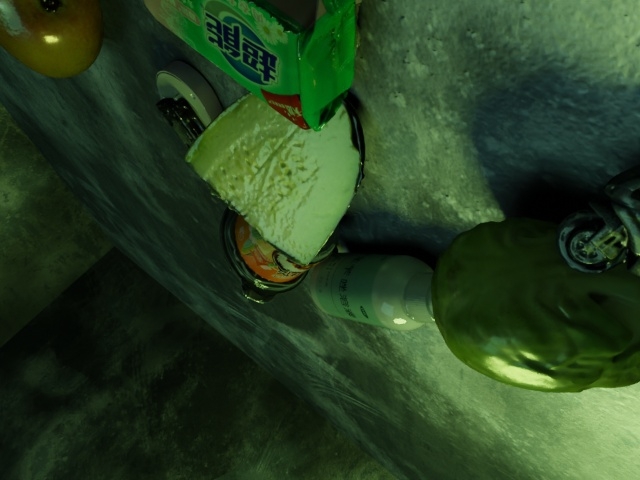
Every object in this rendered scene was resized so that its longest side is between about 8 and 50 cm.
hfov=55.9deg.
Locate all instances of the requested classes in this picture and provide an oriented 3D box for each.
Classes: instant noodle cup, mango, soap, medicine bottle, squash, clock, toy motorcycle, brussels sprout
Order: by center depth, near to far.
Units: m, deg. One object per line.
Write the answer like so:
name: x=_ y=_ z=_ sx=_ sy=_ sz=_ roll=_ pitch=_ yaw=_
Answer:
toy motorcycle: x=0.277 y=-0.009 z=0.431 sx=0.194 sy=0.061 sz=0.124 roll=19 pitch=119 yaw=24
brussels sprout: x=0.213 y=0.067 z=0.582 sx=0.223 sy=0.161 sz=0.223 roll=20 pitch=169 yaw=4
soap: x=-0.081 y=-0.245 z=0.624 sx=0.273 sy=0.098 sz=0.218 roll=40 pitch=166 yaw=16
squash: x=-0.055 y=-0.108 z=0.771 sx=0.237 sy=0.204 sz=0.155 roll=42 pitch=-176 yaw=5
medicine bottle: x=0.108 y=0.075 z=0.881 sx=0.110 sy=0.110 sz=0.352 roll=51 pitch=159 yaw=-19
instant noodle cup: x=-0.052 y=-0.014 z=0.950 sx=0.178 sy=0.208 sz=0.126 roll=8 pitch=159 yaw=-37
mango: x=-0.458 y=-0.371 z=0.990 sx=0.211 sy=0.173 sz=0.317 roll=50 pitch=166 yaw=-15
clock: x=-0.217 y=-0.202 z=1.018 sx=0.172 sy=0.064 sz=0.198 roll=16 pitch=145 yaw=51

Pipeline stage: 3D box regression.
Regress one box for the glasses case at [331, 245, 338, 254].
glasses case: x=0.000 y=0.000 z=1.065 sx=0.083 sy=0.023 sz=0.033 roll=39 pitch=168 yaw=18
